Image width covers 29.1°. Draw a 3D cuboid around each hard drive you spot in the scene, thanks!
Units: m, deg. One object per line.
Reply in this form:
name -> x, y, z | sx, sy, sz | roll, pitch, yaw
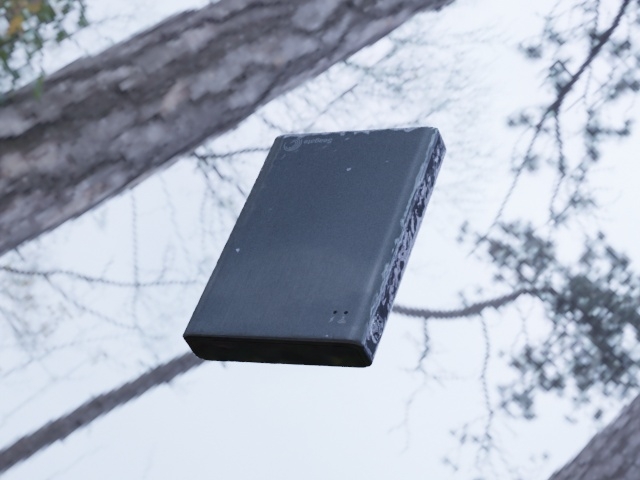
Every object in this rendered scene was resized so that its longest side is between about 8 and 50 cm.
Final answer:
hard drive -> 0.000, 0.000, 0.597 | 0.094, 0.135, 0.022 | -1, -42, 28
